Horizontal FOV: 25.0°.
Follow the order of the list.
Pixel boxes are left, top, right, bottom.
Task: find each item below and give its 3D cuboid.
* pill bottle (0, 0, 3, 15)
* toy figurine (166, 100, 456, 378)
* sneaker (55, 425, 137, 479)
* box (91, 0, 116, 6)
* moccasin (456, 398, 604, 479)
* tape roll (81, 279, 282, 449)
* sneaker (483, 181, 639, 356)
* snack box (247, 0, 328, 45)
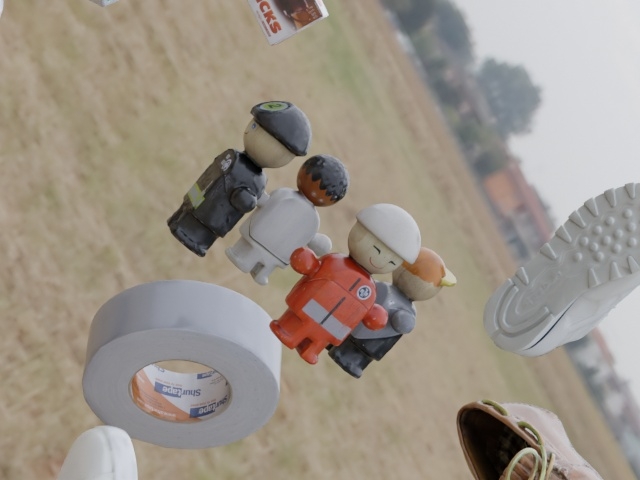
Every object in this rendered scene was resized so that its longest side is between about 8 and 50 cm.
[{"bbox_3d":[-0.465,-0.190,1.185,0.204,0.361,0.204,63,7,-14],"label":"pill bottle"},{"bbox_3d":[0.000,0.000,1.240,0.213,0.148,0.209,43,5,24],"label":"toy figurine"},{"bbox_3d":[-0.233,0.271,1.147,0.123,0.106,0.290,27,63,-26],"label":"sneaker"},{"bbox_3d":[-0.306,-0.433,1.730,0.262,0.127,0.231,30,-38,46],"label":"box"},{"bbox_3d":[0.234,0.281,1.545,0.147,0.139,0.380,18,24,-18],"label":"moccasin"},{"bbox_3d":[-0.153,0.141,1.610,0.072,0.219,0.219,-89,155,-44],"label":"tape roll"},{"bbox_3d":[0.266,0.029,1.385,0.095,0.235,0.090,26,33,-50],"label":"sneaker"},{"bbox_3d":[-0.061,-0.284,1.409,0.178,0.064,0.022,63,22,-3],"label":"snack box"}]
